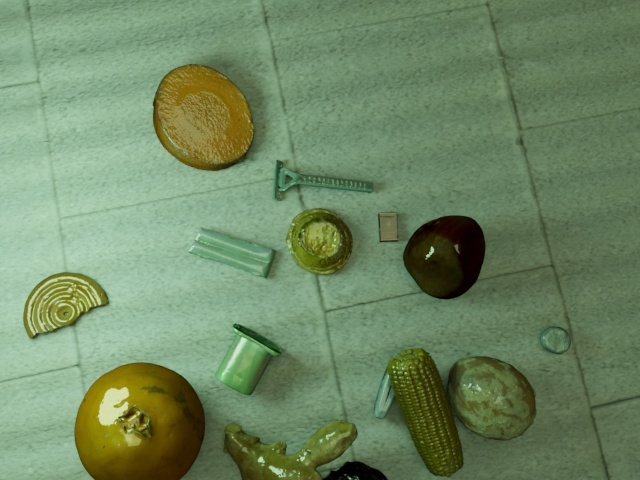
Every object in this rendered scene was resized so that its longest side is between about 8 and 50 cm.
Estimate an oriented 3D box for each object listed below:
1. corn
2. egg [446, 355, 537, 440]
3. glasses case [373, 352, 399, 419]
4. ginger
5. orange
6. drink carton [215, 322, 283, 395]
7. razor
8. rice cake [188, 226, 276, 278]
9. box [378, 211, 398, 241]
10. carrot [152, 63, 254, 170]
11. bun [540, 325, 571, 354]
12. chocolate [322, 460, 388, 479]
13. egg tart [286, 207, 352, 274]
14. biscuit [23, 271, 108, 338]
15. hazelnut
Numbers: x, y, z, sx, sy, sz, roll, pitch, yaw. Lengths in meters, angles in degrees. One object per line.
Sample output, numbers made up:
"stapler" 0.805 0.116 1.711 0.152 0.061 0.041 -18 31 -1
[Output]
"corn" 0.272 0.442 1.793 0.131 0.131 0.345 -20 101 -7
"egg" 0.439 0.403 1.806 0.245 0.203 0.203 39 80 10
"glasses case" 0.182 0.385 1.854 0.045 0.067 0.179 21 80 1
"ginger" -0.086 0.622 1.745 0.347 0.122 0.364 0 82 23
"orange" -0.433 0.451 1.689 0.311 0.312 0.313 1 80 -4
"drink carton" -0.193 0.312 1.815 0.146 0.144 0.143 28 89 2
"razor" 0.009 -0.161 1.943 0.277 0.056 0.111 4 79 -3
"rice cake" -0.239 0.032 1.901 0.226 0.040 0.085 18 80 -1
"box" 0.189 -0.038 1.950 0.051 0.023 0.082 -2 81 -5
"carrot" -0.324 -0.333 1.940 0.258 0.100 0.307 -44 93 -11
"bun" 0.643 0.273 1.916 0.083 0.045 0.084 0 79 -1
"chocolate" 0.089 0.676 1.746 0.206 0.177 0.224 -4 79 -5
"egg tart" 0.000 0.000 1.908 0.191 0.074 0.192 1 80 -6
"biscuit" -0.688 0.157 1.854 0.224 0.033 0.145 -22 83 -8
"hazelnut" 0.344 0.036 1.859 0.229 0.229 0.230 1 80 -4
